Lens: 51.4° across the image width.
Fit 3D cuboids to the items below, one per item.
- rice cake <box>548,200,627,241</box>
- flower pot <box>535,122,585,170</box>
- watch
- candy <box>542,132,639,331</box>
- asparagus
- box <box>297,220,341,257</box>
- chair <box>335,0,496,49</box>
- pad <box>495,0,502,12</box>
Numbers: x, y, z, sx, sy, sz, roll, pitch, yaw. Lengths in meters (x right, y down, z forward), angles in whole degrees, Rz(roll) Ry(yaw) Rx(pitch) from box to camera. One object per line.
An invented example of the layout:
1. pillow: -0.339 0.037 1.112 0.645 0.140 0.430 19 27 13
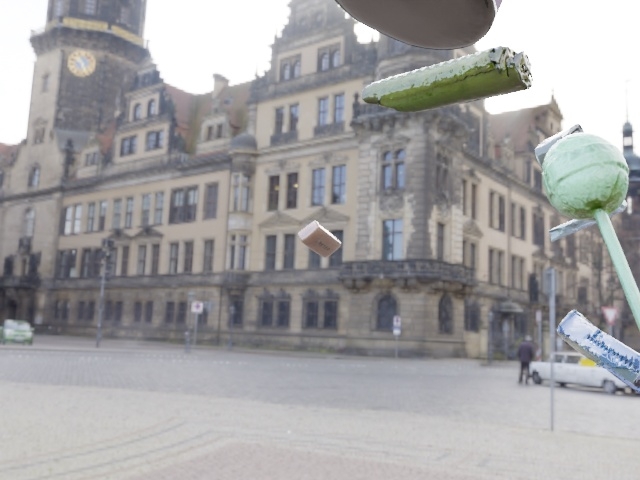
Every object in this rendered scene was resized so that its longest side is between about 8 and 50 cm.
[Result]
1. rice cake: 0.592 -0.044 1.482 0.180 0.030 0.042 -31 -8 40
2. flower pot: 0.653 -0.172 1.670 0.103 0.229 0.108 -45 7 -38
3. watch: 0.532 0.217 1.207 0.276 0.068 0.274 35 9 -34
4. candy: 0.400 0.040 0.876 0.119 0.440 0.119 -7 -31 -4
5. asparagus: 0.290 -0.362 1.543 0.382 0.108 0.128 -8 4 27
6. box: 0.000 0.000 1.273 0.048 0.025 0.115 -35 -29 9
7. chair: 0.215 -0.583 1.155 0.364 0.410 0.362 24 -8 -19
8. pad: 0.425 -0.720 2.023 0.267 0.181 0.004 20 -6 36
